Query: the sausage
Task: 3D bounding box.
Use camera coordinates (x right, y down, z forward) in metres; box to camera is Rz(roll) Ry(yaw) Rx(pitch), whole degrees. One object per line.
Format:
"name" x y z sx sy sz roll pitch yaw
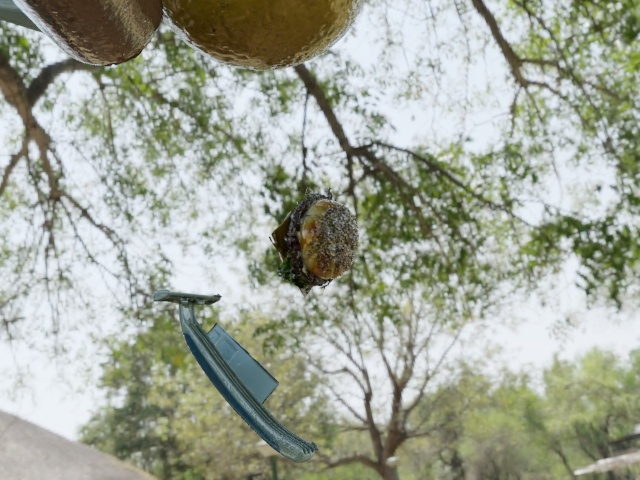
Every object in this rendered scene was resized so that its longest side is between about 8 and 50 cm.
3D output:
"sausage" -0.224 -0.251 0.644 0.123 0.123 0.253 -12 -11 1

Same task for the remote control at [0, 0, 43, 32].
"remote control" -0.362 -0.280 0.886 0.162 0.061 0.029 13 -53 -21

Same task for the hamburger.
"hamburger" -0.001 0.004 1.286 0.093 0.189 0.164 1 -38 42

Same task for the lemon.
"lemon" -0.073 -0.331 0.868 0.293 0.293 0.293 -11 -20 -4

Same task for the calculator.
"calculator" -0.148 0.223 1.365 0.057 0.172 0.018 -52 -24 4

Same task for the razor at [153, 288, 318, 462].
"razor" -0.071 0.113 0.625 0.068 0.191 0.037 10 -58 -54
